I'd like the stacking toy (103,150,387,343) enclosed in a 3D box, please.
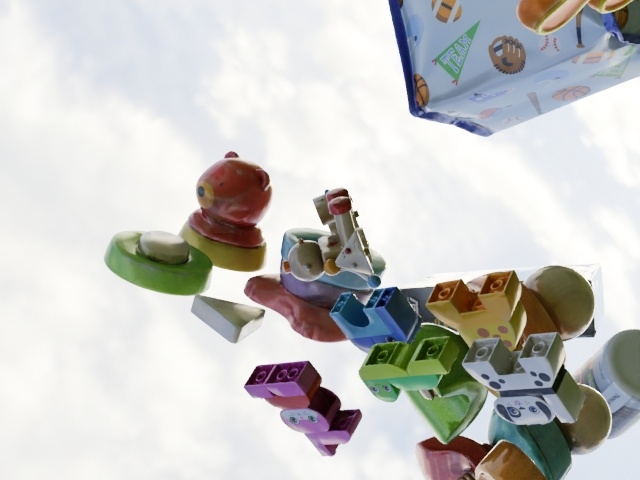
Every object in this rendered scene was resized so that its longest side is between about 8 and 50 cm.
[{"bbox_3d":[-0.087,0.001,1.777,0.309,0.130,0.279,28,-161,32],"label":"stacking toy"}]

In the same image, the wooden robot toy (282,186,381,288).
[{"bbox_3d":[0.000,0.000,1.310,0.173,0.079,0.076,-104,-7,-70],"label":"wooden robot toy"}]

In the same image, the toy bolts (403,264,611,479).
[{"bbox_3d":[0.176,0.148,1.155,0.218,0.158,0.228,53,165,31],"label":"toy bolts"}]

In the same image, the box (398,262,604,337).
[{"bbox_3d":[0.184,0.061,1.468,0.231,0.183,0.056,-13,-80,-77],"label":"box"}]

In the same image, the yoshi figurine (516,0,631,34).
[{"bbox_3d":[0.168,-0.368,1.526,0.362,0.203,0.203,56,-177,15],"label":"yoshi figurine"}]

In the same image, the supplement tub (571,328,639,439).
[{"bbox_3d":[0.423,0.215,2.143,0.117,0.190,0.117,8,-121,-14],"label":"supplement tub"}]

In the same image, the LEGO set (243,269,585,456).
[{"bbox_3d":[0.077,0.081,0.893,0.093,0.227,0.087,53,-131,-26],"label":"LEGO set"}]

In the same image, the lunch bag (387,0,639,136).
[{"bbox_3d":[0.253,-0.375,1.943,0.239,0.327,0.386,11,-114,-51],"label":"lunch bag"}]
